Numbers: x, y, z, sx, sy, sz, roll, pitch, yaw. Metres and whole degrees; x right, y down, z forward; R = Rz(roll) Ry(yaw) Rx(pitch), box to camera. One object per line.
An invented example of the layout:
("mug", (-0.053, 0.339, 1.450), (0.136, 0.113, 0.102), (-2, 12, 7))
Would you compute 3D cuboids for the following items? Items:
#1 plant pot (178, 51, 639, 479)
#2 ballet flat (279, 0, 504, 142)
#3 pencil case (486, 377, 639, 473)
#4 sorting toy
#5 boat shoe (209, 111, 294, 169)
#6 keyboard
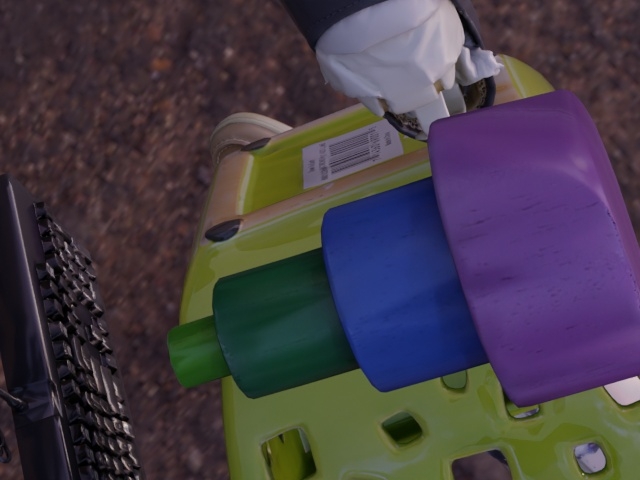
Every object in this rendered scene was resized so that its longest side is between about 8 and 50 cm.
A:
("plant pot", (0.053, 0.042, 0.868), (0.227, 0.228, 0.207), (-20, 106, 7))
("ballet flat", (0.032, -0.077, 0.676), (0.074, 0.203, 0.074), (-2, 80, 13))
("pencil case", (0.163, 0.115, 1.412), (0.410, 0.160, 0.183), (38, 17, -12))
("sorting toy", (0.056, 0.153, 0.421), (0.127, 0.126, 0.365), (-62, 133, -73))
("boat shoe", (0.000, 0.000, 1.651), (0.285, 0.104, 0.089), (43, 45, -3))
("keyboard", (-0.139, 0.091, 0.935), (0.201, 0.033, 0.317), (44, 21, -52))
